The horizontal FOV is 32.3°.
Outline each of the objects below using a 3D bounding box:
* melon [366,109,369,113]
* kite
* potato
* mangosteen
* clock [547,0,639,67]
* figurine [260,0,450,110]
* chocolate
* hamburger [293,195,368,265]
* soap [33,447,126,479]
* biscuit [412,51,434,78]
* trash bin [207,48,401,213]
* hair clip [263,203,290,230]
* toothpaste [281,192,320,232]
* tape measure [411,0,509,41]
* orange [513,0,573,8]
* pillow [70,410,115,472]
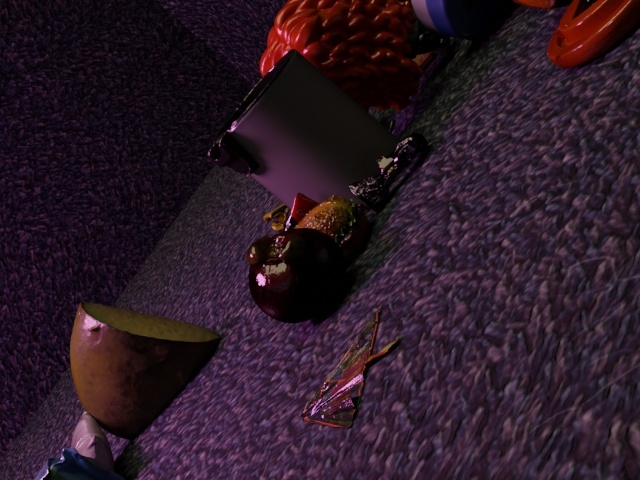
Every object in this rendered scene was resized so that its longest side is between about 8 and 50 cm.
[{"bbox_3d":[-0.011,-0.219,2.233,0.288,0.182,0.182,-43,14,22],"label":"melon"},{"bbox_3d":[0.033,0.158,1.336,0.183,0.014,0.241,-40,14,33],"label":"kite"},{"bbox_3d":[-0.346,0.269,2.056,0.112,0.269,0.255,-92,16,-71],"label":"potato"},{"bbox_3d":[-0.041,0.045,1.622,0.152,0.152,0.152,-47,12,14],"label":"mangosteen"},{"bbox_3d":[0.376,-0.311,1.448,0.205,0.051,0.205,-47,13,15],"label":"clock"},{"bbox_3d":[0.078,-0.386,2.114,0.412,0.306,0.241,-53,-14,-51],"label":"figurine"},{"bbox_3d":[0.111,-0.118,1.777,0.147,0.070,0.072,-54,17,-2],"label":"chocolate"},{"bbox_3d":[0.000,0.000,1.751,0.166,0.087,0.137,-43,13,31],"label":"hamburger"},{"bbox_3d":[-0.419,0.461,1.689,0.293,0.156,0.077,-52,11,-7],"label":"soap"},{"bbox_3d":[0.187,-0.367,2.364,0.139,0.016,0.231,-47,13,12],"label":"biscuit"},{"bbox_3d":[-0.018,-0.164,1.900,0.277,0.262,0.217,-55,13,-27],"label":"trash bin"},{"bbox_3d":[-0.055,-0.098,2.341,0.173,0.046,0.072,-52,16,-21],"label":"hair clip"},{"bbox_3d":[-0.049,0.015,1.843,0.193,0.071,0.045,-61,8,18],"label":"toothpaste"},{"bbox_3d":[0.233,-0.513,1.947,0.098,0.351,0.215,20,66,41],"label":"tape measure"},{"bbox_3d":[0.353,-0.446,1.631,0.234,0.182,0.234,-36,24,19],"label":"orange"},{"bbox_3d":[-0.403,0.392,1.948,0.254,0.078,0.144,-173,86,-76],"label":"pillow"}]
